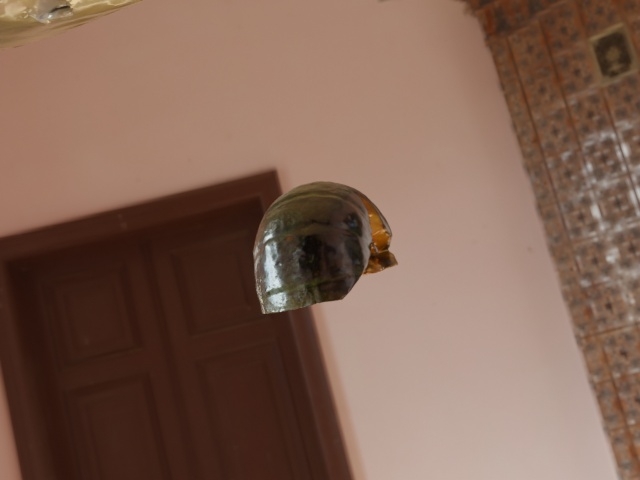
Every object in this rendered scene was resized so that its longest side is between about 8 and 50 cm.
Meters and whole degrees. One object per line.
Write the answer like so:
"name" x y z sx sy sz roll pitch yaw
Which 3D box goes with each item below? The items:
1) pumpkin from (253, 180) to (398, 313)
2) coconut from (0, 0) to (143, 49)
"pumpkin" 0.000 0.000 0.908 0.119 0.107 0.183 -19 -1 15
"coconut" -0.167 -0.246 0.451 0.352 0.352 0.352 -14 -11 -3
